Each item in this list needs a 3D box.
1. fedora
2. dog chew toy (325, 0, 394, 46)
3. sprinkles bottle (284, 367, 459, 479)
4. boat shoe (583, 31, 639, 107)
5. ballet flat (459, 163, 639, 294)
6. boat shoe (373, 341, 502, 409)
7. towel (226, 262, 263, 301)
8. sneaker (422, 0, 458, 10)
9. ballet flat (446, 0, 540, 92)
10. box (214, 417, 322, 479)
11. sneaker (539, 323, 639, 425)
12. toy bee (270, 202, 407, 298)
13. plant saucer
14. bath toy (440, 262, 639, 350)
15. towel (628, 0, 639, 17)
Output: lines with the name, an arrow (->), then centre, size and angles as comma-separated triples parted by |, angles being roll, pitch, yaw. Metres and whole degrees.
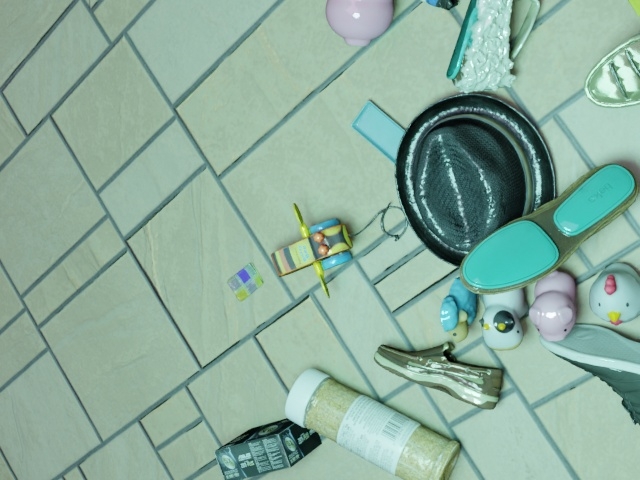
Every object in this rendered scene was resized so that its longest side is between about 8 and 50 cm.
fedora -> 0.264, -0.100, 1.475 | 0.334, 0.152, 0.334 | 4, 102, 22
dog chew toy -> 0.080, -0.532, 1.502 | 0.207, 0.206, 0.331 | 14, 112, 26
sprinkles bottle -> 0.102, 0.389, 1.659 | 0.355, 0.121, 0.121 | 24, 108, 23
boat shoe -> 0.576, -0.318, 1.318 | 0.302, 0.103, 0.113 | -31, 95, 27
ballet flat -> 0.396, -0.008, 1.407 | 0.342, 0.124, 0.116 | -38, 71, 2
boat shoe -> 0.235, 0.243, 1.596 | 0.257, 0.095, 0.095 | 19, 92, 18
towel -> -0.170, 0.095, 1.823 | 0.083, 0.009, 0.060 | -37, 79, 27
sneaker -> 0.245, -0.501, 1.489 | 0.085, 0.058, 0.152 | 33, 115, 26
ballet flat -> 0.329, -0.460, 1.432 | 0.147, 0.147, 0.408 | 19, 109, 24
box -> -0.114, 0.452, 1.768 | 0.180, 0.147, 0.077 | -22, 87, 29
sneaker -> 0.521, 0.245, 1.424 | 0.296, 0.104, 0.146 | 14, 125, 43
toy bee -> 0.000, 0.000, 1.636 | 0.298, 0.162, 0.195 | -46, 74, 25
plant saucer -> 0.148, -0.195, 1.610 | 0.192, 0.018, 0.067 | 43, 114, 17
bath toy -> 0.397, 0.116, 1.448 | 0.348, 0.129, 0.151 | -8, 77, 27
towel -> 0.609, -0.474, 1.327 | 0.237, 0.021, 0.102 | -33, 76, 28
